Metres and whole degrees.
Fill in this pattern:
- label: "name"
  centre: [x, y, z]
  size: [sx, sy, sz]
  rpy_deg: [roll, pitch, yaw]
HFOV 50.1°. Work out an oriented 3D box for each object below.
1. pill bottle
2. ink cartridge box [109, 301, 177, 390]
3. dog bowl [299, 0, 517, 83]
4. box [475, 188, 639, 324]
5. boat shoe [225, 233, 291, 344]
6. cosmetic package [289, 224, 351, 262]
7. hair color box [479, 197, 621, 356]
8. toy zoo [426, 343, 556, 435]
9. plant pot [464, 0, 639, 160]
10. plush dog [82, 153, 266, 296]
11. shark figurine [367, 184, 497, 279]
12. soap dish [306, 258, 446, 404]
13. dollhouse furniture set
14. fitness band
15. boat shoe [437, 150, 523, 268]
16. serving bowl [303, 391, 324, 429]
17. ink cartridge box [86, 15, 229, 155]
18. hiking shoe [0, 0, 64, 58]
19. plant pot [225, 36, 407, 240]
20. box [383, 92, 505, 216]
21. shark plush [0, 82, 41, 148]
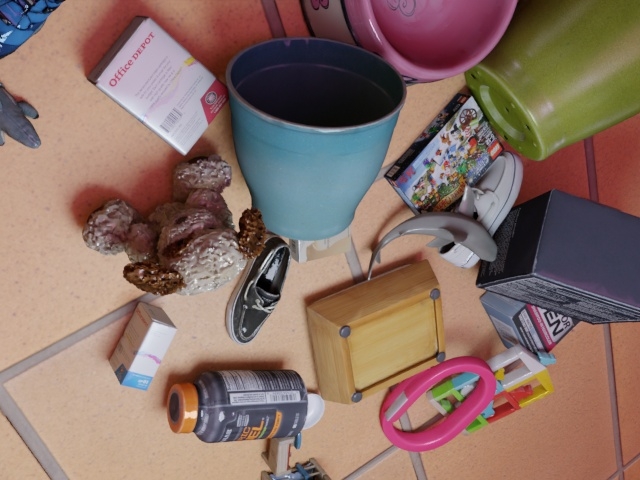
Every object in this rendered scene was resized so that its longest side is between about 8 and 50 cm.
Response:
- label: "pill bottle"
  centre: [-0.156, 0.307, 1.275]
  size: [0.245, 0.130, 0.130]
  rpy_deg: [5, 106, -31]
- label: "ink cartridge box"
  centre: [-0.301, 0.178, 1.163]
  size: [0.052, 0.088, 0.122]
  rpy_deg: [23, 96, -35]
- label: "dog bowl"
  centre: [0.172, -0.454, 1.163]
  size: [0.408, 0.150, 0.408]
  rpy_deg: [-11, 113, -26]
- label: "box"
  centre: [0.520, 0.044, 1.387]
  size: [0.296, 0.294, 0.183]
  rpy_deg: [18, 81, -5]
- label: "boat shoe"
  centre: [-0.112, 0.097, 1.255]
  size: [0.077, 0.070, 0.219]
  rpy_deg: [12, 102, -33]
- label: "cosmetic package"
  centre: [0.000, 0.000, 1.301]
  size: [0.115, 0.041, 0.060]
  rpy_deg: [-14, 114, -26]
- label: "hair color box"
  centre: [0.573, 0.095, 1.633]
  size: [0.374, 0.113, 0.185]
  rpy_deg: [-42, 124, -11]
- label: "toy zoo"
  centre: [0.421, 0.346, 1.612]
  size: [0.293, 0.030, 0.192]
  rpy_deg: [-32, 126, 16]
- label: "plant pot"
  centre: [0.479, -0.346, 1.290]
  size: [0.353, 0.366, 0.366]
  rpy_deg: [-37, 124, 1]
- label: "plush dog"
  centre: [-0.207, 0.013, 1.072]
  size: [0.262, 0.225, 0.211]
  rpy_deg: [-30, 121, -18]
- label: "shark figurine"
  centre: [0.224, -0.007, 1.336]
  size: [0.278, 0.116, 0.166]
  rpy_deg: [-5, 119, -6]
- label: "soap dish"
  centre: [0.125, 0.191, 1.403]
  size: [0.290, 0.118, 0.229]
  rpy_deg: [-20, 117, -22]
- label: "dollhouse furniture set"
  centre: [-0.038, 0.474, 1.409]
  size: [0.129, 0.129, 0.184]
  rpy_deg: [-5, 111, -29]
- label: "fitness band"
  centre: [0.261, 0.365, 1.536]
  size: [0.209, 0.054, 0.291]
  rpy_deg: [28, 114, -30]
- label: "boat shoe"
  centre: [0.330, -0.073, 1.442]
  size: [0.088, 0.096, 0.268]
  rpy_deg: [21, 103, -35]
- label: "serving bowl"
  centre: [-0.034, 0.350, 1.425]
  size: [0.083, 0.027, 0.083]
  rpy_deg: [-11, 113, -27]
- label: "ink cartridge box"
  centre: [-0.244, -0.237, 1.047]
  size: [0.175, 0.072, 0.127]
  rpy_deg: [40, 87, -35]
- label: "hiking shoe"
  centre: [-0.368, -0.355, 0.892]
  size: [0.304, 0.132, 0.113]
  rpy_deg: [-51, 125, -4]
- label: "plant pot"
  centre: [-0.019, -0.150, 1.104]
  size: [0.271, 0.272, 0.255]
  rpy_deg: [-16, 138, -25]
- label: "box"
  centre: [0.255, -0.158, 1.389]
  size: [0.233, 0.044, 0.159]
  rpy_deg: [-48, 124, -6]
- label: "shark plush"
  centre: [-0.445, -0.199, 0.946]
  size: [0.073, 0.067, 0.161]
  rpy_deg: [-31, 121, -17]
